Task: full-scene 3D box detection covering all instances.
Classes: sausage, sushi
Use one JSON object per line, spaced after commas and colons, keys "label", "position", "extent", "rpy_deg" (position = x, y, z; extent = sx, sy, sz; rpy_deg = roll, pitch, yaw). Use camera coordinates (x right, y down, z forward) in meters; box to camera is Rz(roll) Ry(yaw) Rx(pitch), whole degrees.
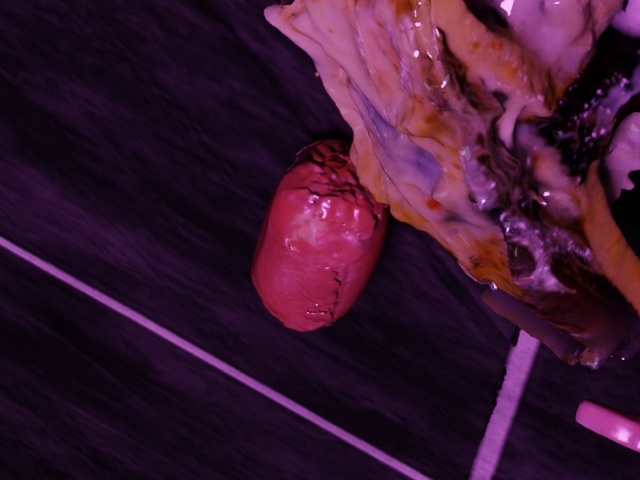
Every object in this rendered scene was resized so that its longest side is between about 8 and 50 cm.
{"label": "sausage", "position": [0.000, 0.000, 0.997], "extent": [0.076, 0.076, 0.141], "rpy_deg": [32, 148, 7]}
{"label": "sushi", "position": [0.072, -0.070, 0.795], "extent": [0.139, 0.131, 0.291], "rpy_deg": [38, 166, 47]}

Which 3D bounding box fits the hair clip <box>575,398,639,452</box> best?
{"label": "hair clip", "position": [0.201, 0.109, 0.916], "extent": [0.123, 0.102, 0.138], "rpy_deg": [26, 148, 23]}
